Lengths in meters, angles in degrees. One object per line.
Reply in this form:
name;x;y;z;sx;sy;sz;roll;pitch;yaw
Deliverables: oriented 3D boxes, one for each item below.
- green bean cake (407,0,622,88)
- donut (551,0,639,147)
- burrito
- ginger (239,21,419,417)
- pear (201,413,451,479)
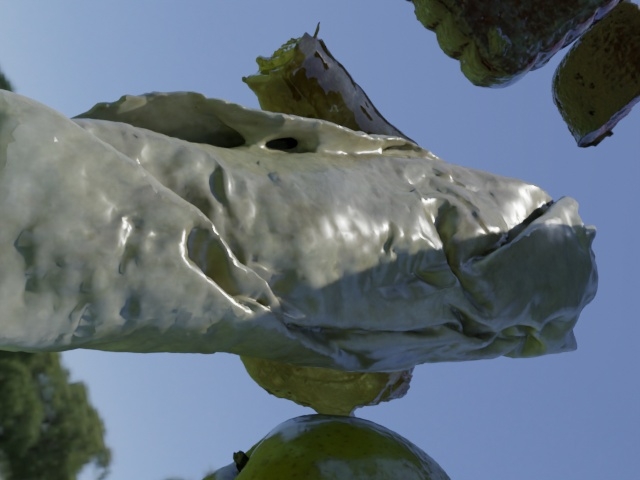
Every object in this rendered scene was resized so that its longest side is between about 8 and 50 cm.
green bean cake;0.182;-0.286;1.232;0.233;0.198;0.097;49;-10;1
donut;0.363;-0.208;1.478;0.126;0.144;0.186;54;-2;12
burrito;-0.002;0.000;0.535;0.076;0.392;0.117;-9;-101;48
ginger;0.018;0.012;1.058;0.236;0.166;0.375;36;-33;25
pear;0.008;0.150;0.526;0.104;0.141;0.141;0;-78;66
